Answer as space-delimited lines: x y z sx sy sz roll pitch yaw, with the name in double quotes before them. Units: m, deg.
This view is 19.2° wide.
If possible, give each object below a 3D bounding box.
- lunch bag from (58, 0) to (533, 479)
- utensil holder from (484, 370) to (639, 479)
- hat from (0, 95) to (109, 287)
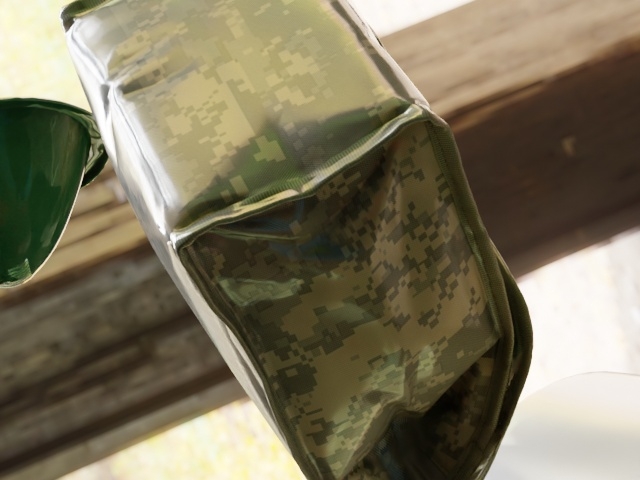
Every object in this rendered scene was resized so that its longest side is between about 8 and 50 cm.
"lunch bag" 0.000 0.000 1.057 0.235 0.169 0.287 59 175 48
"utensil holder" 0.312 0.264 1.296 0.385 0.328 0.327 10 123 55
"hat" -0.236 0.019 1.437 0.208 0.173 0.183 -49 47 53
